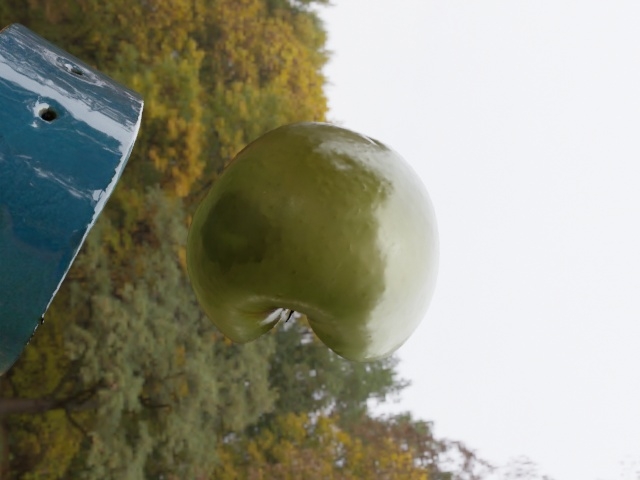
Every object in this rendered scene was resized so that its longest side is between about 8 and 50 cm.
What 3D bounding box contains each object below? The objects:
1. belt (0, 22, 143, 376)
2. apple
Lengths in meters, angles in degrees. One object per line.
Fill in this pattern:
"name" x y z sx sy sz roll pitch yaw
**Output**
"belt" -0.304 -0.043 0.840 0.300 0.173 0.436 -59 -165 4
"apple" -0.008 -0.013 1.016 0.233 0.295 0.258 77 28 -52
